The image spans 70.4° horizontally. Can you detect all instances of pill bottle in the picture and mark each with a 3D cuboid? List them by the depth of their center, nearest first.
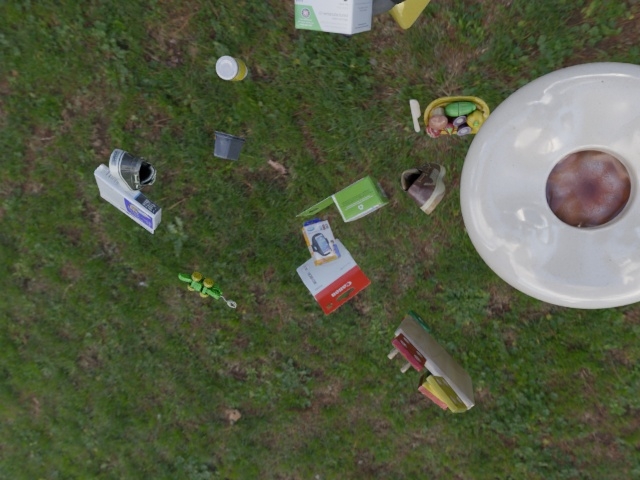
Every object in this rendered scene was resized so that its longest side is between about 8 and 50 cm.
[{"bbox_3d":[-0.255,-0.501,1.328,0.065,0.116,0.065,3,107,10],"label":"pill bottle"}]

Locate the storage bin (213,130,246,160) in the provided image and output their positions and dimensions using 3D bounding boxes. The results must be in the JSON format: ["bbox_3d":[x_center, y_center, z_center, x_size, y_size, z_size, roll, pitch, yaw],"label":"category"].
[{"bbox_3d":[-0.354,-0.356,1.714,0.098,0.135,0.091,17,99,12],"label":"storage bin"}]

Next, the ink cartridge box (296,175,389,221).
[{"bbox_3d":[0.077,-0.102,1.447,0.255,0.189,0.097,-28,88,16],"label":"ink cartridge box"}]

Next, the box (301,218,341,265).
[{"bbox_3d":[0.000,0.000,1.344,0.028,0.081,0.136,-34,75,65],"label":"box"}]

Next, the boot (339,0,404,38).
[{"bbox_3d":[0.053,-0.656,1.133,0.223,0.338,0.118,-22,57,31],"label":"boot"}]

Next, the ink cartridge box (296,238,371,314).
[{"bbox_3d":[0.039,0.117,1.550,0.189,0.232,0.066,-37,123,0],"label":"ink cartridge box"}]

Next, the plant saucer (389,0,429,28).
[{"bbox_3d":[0.225,-0.830,1.247,0.332,0.081,0.333,55,133,12],"label":"plant saucer"}]

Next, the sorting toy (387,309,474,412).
[{"bbox_3d":[0.150,0.177,0.639,0.132,0.274,0.046,46,101,12],"label":"sorting toy"}]

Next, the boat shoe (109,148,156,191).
[{"bbox_3d":[-0.421,-0.151,1.048,0.070,0.219,0.077,13,86,-9],"label":"boat shoe"}]

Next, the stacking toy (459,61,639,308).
[{"bbox_3d":[0.436,-0.094,0.836,0.351,0.480,0.350,2,96,16],"label":"stacking toy"}]

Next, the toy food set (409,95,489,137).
[{"bbox_3d":[0.362,-0.333,1.280,0.218,0.071,0.128,2,143,14],"label":"toy food set"}]

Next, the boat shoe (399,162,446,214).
[{"bbox_3d":[0.323,-0.196,1.473,0.123,0.342,0.123,30,119,-3],"label":"boat shoe"}]

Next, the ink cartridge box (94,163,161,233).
[{"bbox_3d":[-0.578,-0.118,1.373,0.206,0.045,0.208,38,157,-9],"label":"ink cartridge box"}]

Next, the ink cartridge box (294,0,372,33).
[{"bbox_3d":[0.029,-0.577,0.983,0.160,0.092,0.219,20,128,29],"label":"ink cartridge box"}]

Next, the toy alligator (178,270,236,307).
[{"bbox_3d":[-0.321,0.135,1.323,0.190,0.051,0.056,28,125,-3],"label":"toy alligator"}]
